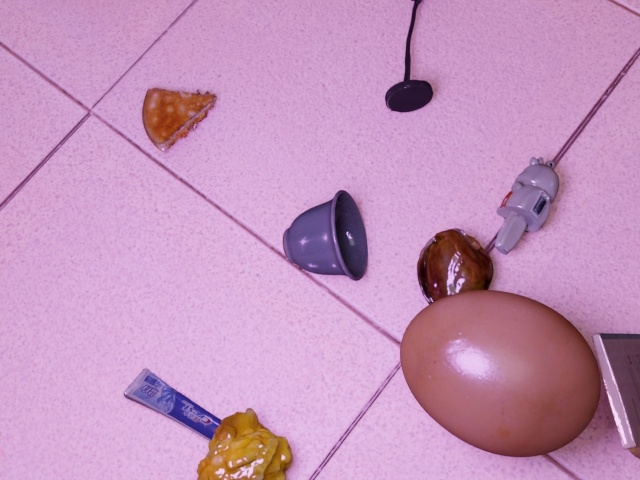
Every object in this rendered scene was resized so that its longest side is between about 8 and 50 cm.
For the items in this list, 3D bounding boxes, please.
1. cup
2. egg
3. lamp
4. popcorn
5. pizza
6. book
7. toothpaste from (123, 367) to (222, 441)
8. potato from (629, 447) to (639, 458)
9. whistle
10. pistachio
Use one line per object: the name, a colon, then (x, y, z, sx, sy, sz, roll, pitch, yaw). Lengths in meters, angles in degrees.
cup: (0.000, 0.000, 1.580, 0.150, 0.199, 0.199, -10, 69, 21)
egg: (0.336, 0.245, 1.378, 0.374, 0.301, 0.301, 26, 76, 16)
lamp: (0.244, -0.472, 1.765, 0.109, 0.130, 0.371, 21, 59, -10)
popcorn: (-0.156, 0.443, 1.435, 0.156, 0.197, 0.197, 30, 76, 31)
pizza: (-0.340, -0.303, 1.771, 0.193, 0.053, 0.201, -12, 59, 4)
book: (0.625, 0.279, 1.381, 0.025, 0.283, 0.214, -30, 61, 43)
toothpaste: (-0.294, 0.363, 1.546, 0.268, 0.047, 0.069, 26, 88, 18)
potato: (0.640, 0.361, 1.425, 0.092, 0.070, 0.137, 7, 72, -7)
whistle: (0.450, -0.077, 1.581, 0.102, 0.106, 0.253, 30, 71, 6)
pistachio: (0.288, 0.075, 1.535, 0.165, 0.130, 0.210, -3, 79, 2)
